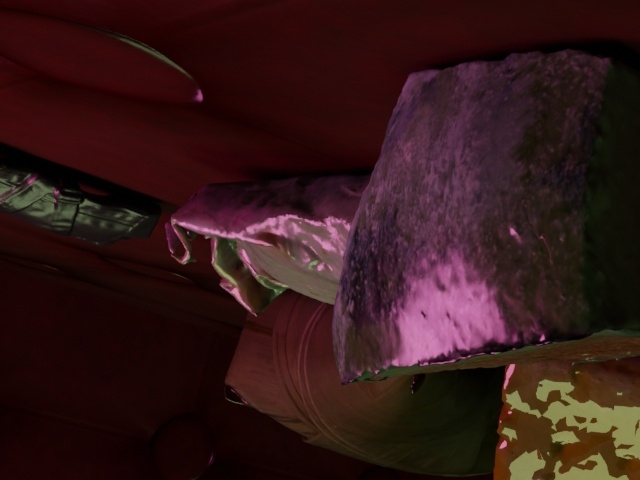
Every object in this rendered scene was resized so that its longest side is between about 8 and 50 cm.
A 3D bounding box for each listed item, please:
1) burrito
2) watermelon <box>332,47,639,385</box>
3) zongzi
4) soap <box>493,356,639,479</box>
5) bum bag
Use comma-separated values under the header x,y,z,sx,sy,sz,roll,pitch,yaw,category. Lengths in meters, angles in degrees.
x,y,z,sx,sy,sz,roll,pitch,yaw,category
0.000,0.000,0.882,0.228,0.089,0.144,6,154,41,burrito
0.141,0.008,0.623,0.256,0.140,0.193,9,171,-35,watermelon
0.171,0.151,1.282,0.447,0.181,0.418,16,171,-22,zongzi
0.281,0.184,0.902,0.335,0.293,0.156,13,-151,14,soap
-0.236,-0.041,1.151,0.197,0.049,0.087,20,146,-30,bum bag
